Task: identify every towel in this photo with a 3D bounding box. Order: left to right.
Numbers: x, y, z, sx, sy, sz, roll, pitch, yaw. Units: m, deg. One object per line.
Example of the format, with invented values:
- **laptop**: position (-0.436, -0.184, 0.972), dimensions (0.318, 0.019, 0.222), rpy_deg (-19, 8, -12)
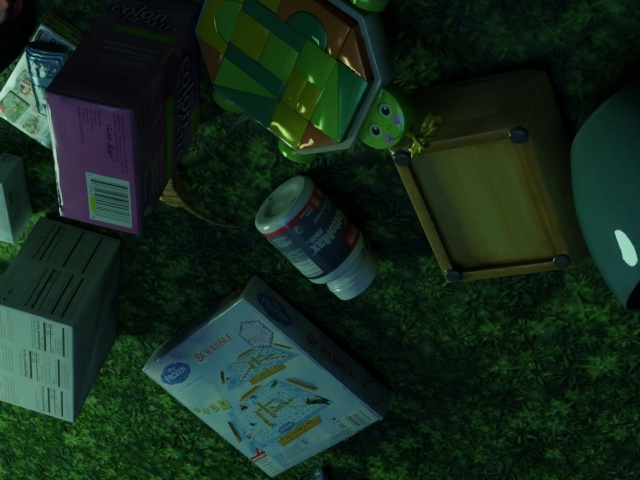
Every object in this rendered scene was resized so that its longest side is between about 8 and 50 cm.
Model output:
- **towel**: position (-0.379, -0.223, 1.630), dimensions (0.067, 0.029, 0.119), rpy_deg (11, 135, 11)

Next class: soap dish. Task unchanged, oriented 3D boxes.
- **soap dish**: position (0.226, -0.075, 1.539), dimensions (0.228, 0.118, 0.291), rpy_deg (-8, 128, 26)

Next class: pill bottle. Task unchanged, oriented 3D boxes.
- **pill bottle**: position (0.000, 0.000, 1.701), dimensions (0.108, 0.108, 0.180), rpy_deg (-26, 120, 37)

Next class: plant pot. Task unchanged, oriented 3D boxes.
- **plant pot**: position (0.415, -0.083, 1.383), dimensions (0.195, 0.290, 0.290), rpy_deg (52, 140, 22)

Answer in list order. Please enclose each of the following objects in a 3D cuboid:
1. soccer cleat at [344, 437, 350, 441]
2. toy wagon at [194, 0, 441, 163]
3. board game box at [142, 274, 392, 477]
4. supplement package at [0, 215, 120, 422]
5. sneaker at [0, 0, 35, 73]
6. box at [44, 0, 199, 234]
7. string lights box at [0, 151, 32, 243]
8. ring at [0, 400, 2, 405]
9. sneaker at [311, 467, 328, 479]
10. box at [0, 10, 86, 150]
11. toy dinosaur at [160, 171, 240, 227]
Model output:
- **soccer cleat**: position (0.029, 0.326, 2.062), dimensions (0.035, 0.029, 0.083), rpy_deg (-3, 128, 35)
- **toy wagon**: position (-0.004, -0.219, 1.446), dimensions (0.344, 0.068, 0.267), rpy_deg (39, 131, 15)
- **board game box**: position (-0.096, 0.243, 1.984), dimensions (0.318, 0.066, 0.318), rpy_deg (42, 132, -14)
- **supplement package**: position (-0.438, 0.132, 1.921), dimensions (0.145, 0.204, 0.262), rpy_deg (16, 136, 3)
- **sneaker**: position (-0.464, -0.345, 1.563), dimensions (0.136, 0.116, 0.314), rpy_deg (31, 130, 6)
- **box**: position (-0.253, -0.172, 1.532), dimensions (0.117, 0.243, 0.214), rpy_deg (13, 135, 7)
- **string lights box**: position (-0.607, -0.090, 1.862), dimensions (0.259, 0.077, 0.133), rpy_deg (13, 135, 9)
- **ring**: position (-0.703, 0.188, 2.107), dimensions (0.336, 0.032, 0.337), rpy_deg (23, 131, 30)
- **sneaker**: position (0.009, 0.478, 2.205), dimensions (0.058, 0.052, 0.135), rpy_deg (9, 143, -2)
- **box**: position (-0.391, -0.227, 1.679), dimensions (0.114, 0.036, 0.207), rpy_deg (35, 134, -14)
- **toy dinosaur**: position (-0.217, -0.068, 1.735), dimensions (0.112, 0.064, 0.211), rpy_deg (30, 168, 30)
